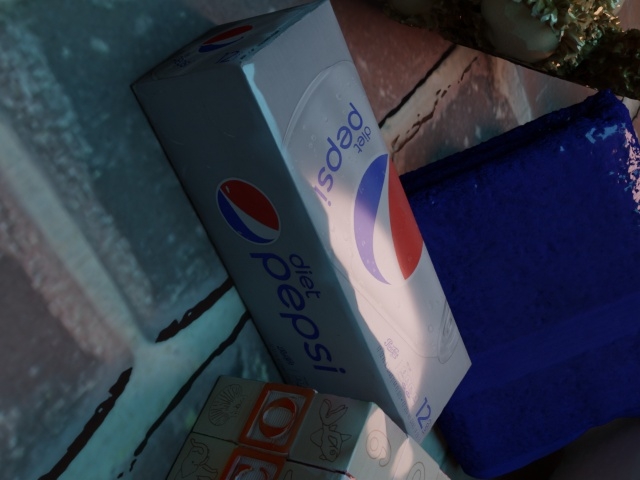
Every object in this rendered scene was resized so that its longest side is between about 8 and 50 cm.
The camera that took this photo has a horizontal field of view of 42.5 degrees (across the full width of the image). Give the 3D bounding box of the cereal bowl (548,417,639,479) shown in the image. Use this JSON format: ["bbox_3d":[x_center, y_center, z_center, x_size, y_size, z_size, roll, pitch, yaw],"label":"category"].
[{"bbox_3d":[0.350,0.227,0.828,0.339,0.339,0.141,10,40,-49],"label":"cereal bowl"}]

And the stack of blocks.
[{"bbox_3d":[0.058,0.209,0.547,0.297,0.171,0.087,49,55,-37],"label":"stack of blocks"}]

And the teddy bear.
[{"bbox_3d":[0.169,-0.192,0.641,0.337,0.245,0.113,3,113,-44],"label":"teddy bear"}]

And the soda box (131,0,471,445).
[{"bbox_3d":[0.000,0.000,0.535,0.091,0.098,0.286,-47,123,-38],"label":"soda box"}]

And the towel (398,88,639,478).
[{"bbox_3d":[0.170,0.049,0.670,0.076,0.227,0.308,-101,165,-57],"label":"towel"}]
